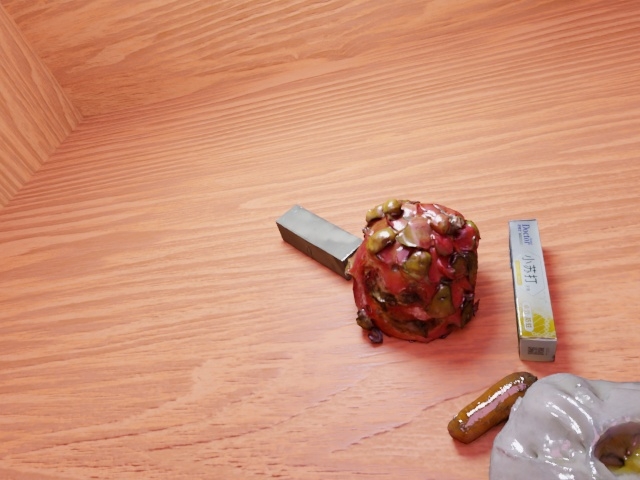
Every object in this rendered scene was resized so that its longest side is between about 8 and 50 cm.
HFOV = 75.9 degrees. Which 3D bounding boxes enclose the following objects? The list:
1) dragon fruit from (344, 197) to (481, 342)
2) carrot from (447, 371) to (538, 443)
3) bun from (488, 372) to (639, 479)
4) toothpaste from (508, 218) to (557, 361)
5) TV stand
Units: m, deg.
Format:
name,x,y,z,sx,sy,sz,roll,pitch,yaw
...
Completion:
name,x,y,z,sx,sy,sz,roll,pitch,yaw
dragon fruit,0.192,0.023,0.885,0.296,0.263,0.314,-2,46,18
carrot,0.304,0.294,0.725,0.186,0.060,0.060,-30,44,-4
bun,0.406,0.338,0.544,0.354,0.194,0.354,-10,43,10
toothpaste,0.439,0.091,0.859,0.071,0.089,0.313,-4,46,23
TV stand,0.000,0.000,1.109,0.088,0.083,0.269,-39,46,-23
